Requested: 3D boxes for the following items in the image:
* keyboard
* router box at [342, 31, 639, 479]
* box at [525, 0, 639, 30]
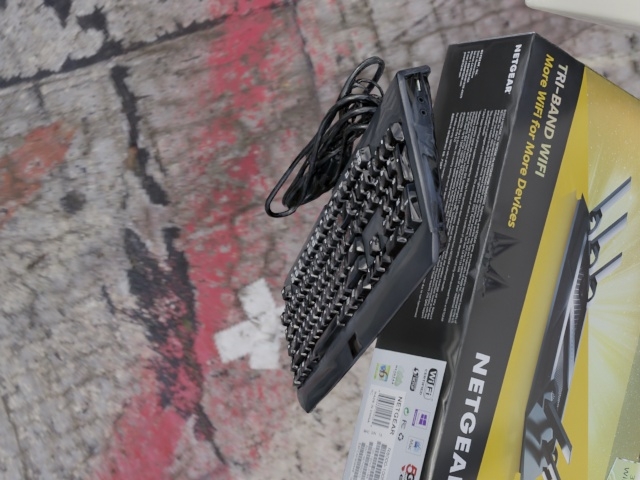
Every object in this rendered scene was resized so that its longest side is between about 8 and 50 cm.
[{"bbox_3d":[0.000,0.000,0.426,0.038,0.192,0.100,3,63,-15],"label":"keyboard"},{"bbox_3d":[0.160,0.048,0.715,0.243,0.081,0.309,20,81,-38],"label":"router box"},{"bbox_3d":[0.297,-0.187,0.686,0.148,0.311,0.121,2,106,-32],"label":"box"}]
